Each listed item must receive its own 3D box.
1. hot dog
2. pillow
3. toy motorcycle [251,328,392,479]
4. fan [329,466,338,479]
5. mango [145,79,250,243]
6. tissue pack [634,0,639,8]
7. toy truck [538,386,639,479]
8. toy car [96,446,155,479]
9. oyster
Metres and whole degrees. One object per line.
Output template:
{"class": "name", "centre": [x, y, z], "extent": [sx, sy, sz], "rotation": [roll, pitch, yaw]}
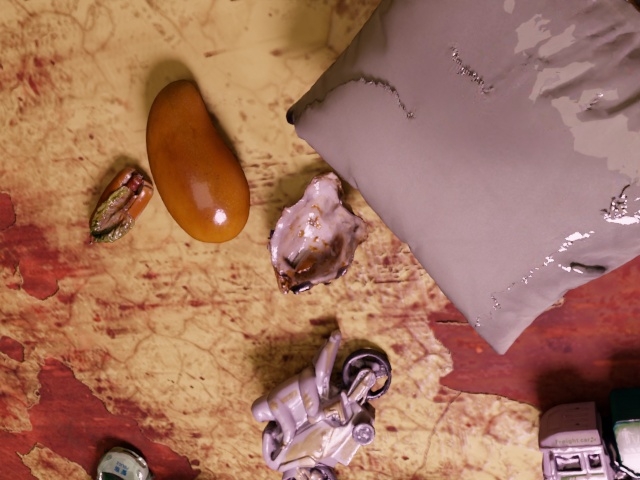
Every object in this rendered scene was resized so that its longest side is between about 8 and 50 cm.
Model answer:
{"class": "hot dog", "centre": [-0.252, -0.037, 0.811], "extent": [0.056, 0.041, 0.133], "rotation": [43, 120, -5]}
{"class": "pillow", "centre": [0.135, -0.082, 0.518], "extent": [0.310, 0.119, 0.312], "rotation": [48, 137, 4]}
{"class": "toy motorcycle", "centre": [-0.009, 0.219, 0.820], "extent": [0.151, 0.074, 0.229], "rotation": [25, 101, 4]}
{"class": "fan", "centre": [0.003, 0.365, 0.905], "extent": [0.130, 0.074, 0.244], "rotation": [-16, 105, 24]}
{"class": "mango", "centre": [-0.141, -0.083, 0.729], "extent": [0.102, 0.085, 0.184], "rotation": [-17, 103, 24]}
{"class": "tissue pack", "centre": [0.341, -0.091, 0.534], "extent": [0.159, 0.136, 0.246], "rotation": [-5, 114, 20]}
{"class": "toy truck", "centre": [0.364, 0.225, 0.699], "extent": [0.253, 0.114, 0.124], "rotation": [-10, 98, 23]}
{"class": "toy car", "centre": [-0.326, 0.404, 1.042], "extent": [0.093, 0.058, 0.186], "rotation": [25, 120, 7]}
{"class": "oyster", "centre": [-0.007, 0.001, 0.742], "extent": [0.148, 0.051, 0.103], "rotation": [-43, 85, 21]}
